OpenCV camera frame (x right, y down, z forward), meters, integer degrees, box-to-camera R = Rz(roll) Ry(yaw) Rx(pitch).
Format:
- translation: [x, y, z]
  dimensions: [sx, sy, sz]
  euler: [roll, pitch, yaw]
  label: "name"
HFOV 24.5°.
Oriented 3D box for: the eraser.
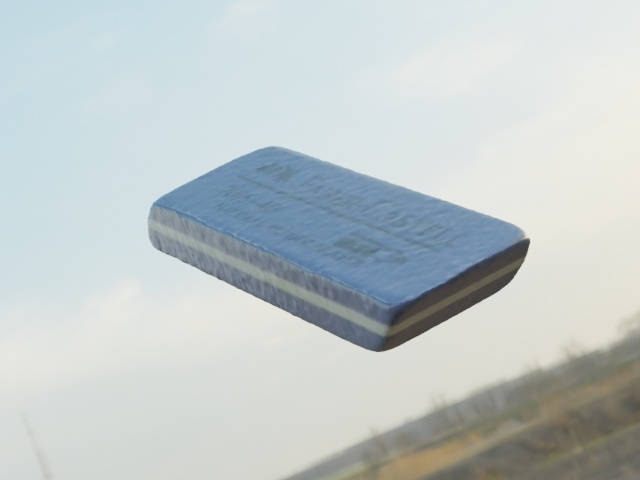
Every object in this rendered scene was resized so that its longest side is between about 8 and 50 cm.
- translation: [0.000, 0.000, 0.705]
  dimensions: [0.082, 0.036, 0.225]
  euler: [-27, 28, -27]
  label: "eraser"
